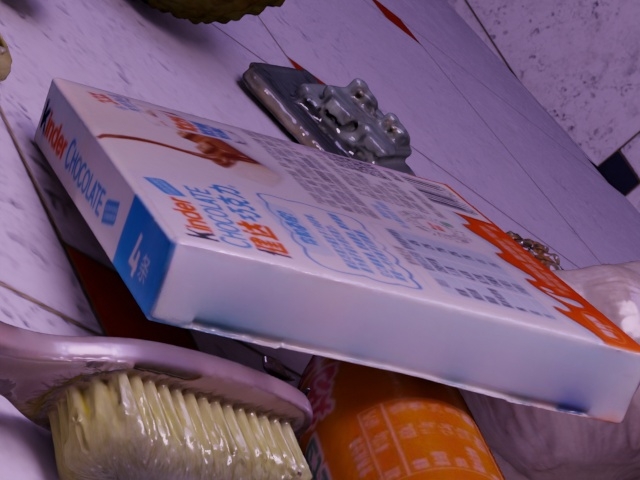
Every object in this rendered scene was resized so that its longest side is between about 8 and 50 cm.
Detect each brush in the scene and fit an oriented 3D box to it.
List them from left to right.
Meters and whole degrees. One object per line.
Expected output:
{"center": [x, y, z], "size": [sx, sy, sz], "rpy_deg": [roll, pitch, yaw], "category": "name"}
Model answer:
{"center": [-0.100, 0.066, 0.738], "size": [0.313, 0.072, 0.067], "rpy_deg": [26, 35, -52], "category": "brush"}

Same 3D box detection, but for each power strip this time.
{"center": [0.036, -0.097, 1.686], "size": [0.198, 0.064, 0.213], "rpy_deg": [47, 12, 6], "category": "power strip"}

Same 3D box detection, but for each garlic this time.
{"center": [0.157, 0.123, 1.174], "size": [0.218, 0.218, 0.212], "rpy_deg": [19, 64, -62], "category": "garlic"}

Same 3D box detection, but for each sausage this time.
{"center": [0.045, 0.127, 0.916], "size": [0.093, 0.093, 0.312], "rpy_deg": [37, 14, -26], "category": "sausage"}

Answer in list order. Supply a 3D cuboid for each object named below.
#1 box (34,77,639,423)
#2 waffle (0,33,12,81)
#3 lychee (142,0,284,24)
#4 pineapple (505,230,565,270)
{"center": [0.000, 0.000, 1.014], "size": [0.265, 0.048, 0.273], "rpy_deg": [15, 15, -24], "category": "box"}
{"center": [-0.267, -0.161, 0.983], "size": [0.261, 0.056, 0.250], "rpy_deg": [53, 16, 30], "category": "waffle"}
{"center": [-0.086, -0.310, 1.565], "size": [0.320, 0.270, 0.270], "rpy_deg": [-13, 46, -27], "category": "lychee"}
{"center": [0.169, 0.093, 1.368], "size": [0.111, 0.119, 0.237], "rpy_deg": [21, 19, -37], "category": "pineapple"}
